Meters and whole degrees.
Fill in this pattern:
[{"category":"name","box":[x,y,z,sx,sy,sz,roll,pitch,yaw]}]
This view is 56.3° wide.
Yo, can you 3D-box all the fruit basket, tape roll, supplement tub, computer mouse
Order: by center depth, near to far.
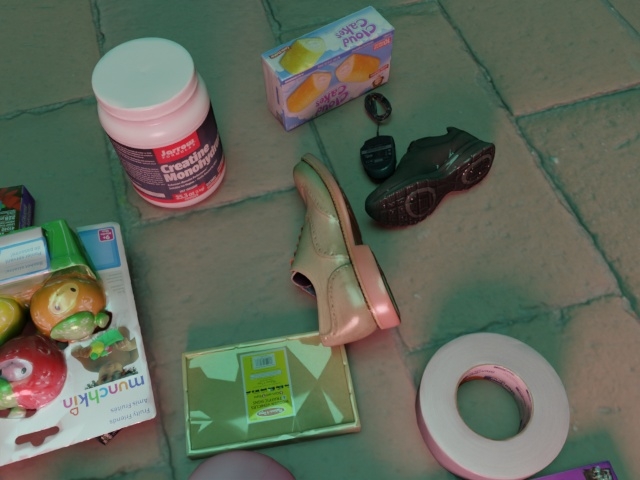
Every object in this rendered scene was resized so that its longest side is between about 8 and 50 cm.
[{"category":"tape roll","box":[0.257,0.254,0.910,0.219,0.072,0.219,-1,58,2]},{"category":"fruit basket","box":[-0.446,0.146,0.911,0.327,0.165,0.353,-15,58,-10]},{"category":"supplement tub","box":[-0.284,-0.204,1.085,0.191,0.272,0.191,-1,59,2]},{"category":"computer mouse","box":[0.119,-0.213,1.220,0.071,0.041,0.242,-9,52,16]}]

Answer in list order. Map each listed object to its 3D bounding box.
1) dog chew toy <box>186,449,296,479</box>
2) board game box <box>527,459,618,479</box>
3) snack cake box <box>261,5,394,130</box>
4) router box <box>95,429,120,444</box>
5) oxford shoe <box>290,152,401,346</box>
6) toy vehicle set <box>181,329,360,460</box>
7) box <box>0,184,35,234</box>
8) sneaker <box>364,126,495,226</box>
[{"category":"dog chew toy","box":[-0.037,0.414,0.758,0.331,0.207,0.207,26,63,8]},{"category":"board game box","box":[0.272,0.446,0.811,0.346,0.056,0.208,-13,55,-6]},{"category":"snack cake box","box":[0.016,-0.354,1.237,0.264,0.152,0.089,-29,63,-14]},{"category":"router box","box":[-0.348,0.248,0.953,0.122,0.038,0.092,38,68,22]},{"category":"oxford shoe","box":[0.000,0.000,1.029,0.146,0.140,0.397,-26,48,4]},{"category":"toy vehicle set","box":[-0.082,0.240,0.950,0.266,0.035,0.166,-8,59,-3]},{"category":"box","box":[-0.685,0.014,1.093,0.293,0.057,0.201,-10,60,-5]},{"category":"sneaker","box":[0.192,-0.126,1.135,0.286,0.109,0.130,-28,52,-22]}]
